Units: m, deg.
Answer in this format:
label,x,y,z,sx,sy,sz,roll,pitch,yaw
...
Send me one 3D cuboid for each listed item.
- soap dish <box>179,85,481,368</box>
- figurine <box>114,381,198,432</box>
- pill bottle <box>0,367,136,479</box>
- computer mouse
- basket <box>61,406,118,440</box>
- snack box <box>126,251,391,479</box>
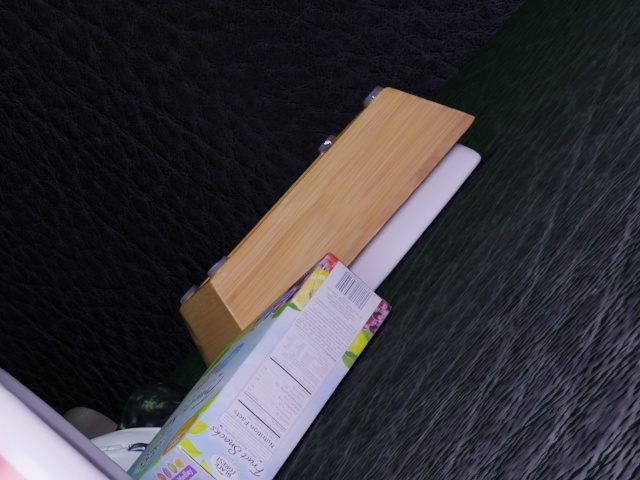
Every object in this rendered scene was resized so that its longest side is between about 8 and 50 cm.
label,x,y,z,sx,sy,sz,roll,pitch,yaw
soap dish,0.000,0.000,1.299,0.291,0.118,0.229,-48,3,-17
figurine,-0.159,0.211,1.275,0.215,0.092,0.209,-51,8,-25
pill bottle,-0.245,0.252,0.761,0.363,0.210,0.210,-50,3,-9
computer mouse,-0.155,0.180,1.164,0.193,0.042,0.106,-22,33,24
basket,-0.317,0.311,1.623,0.227,0.154,0.204,-46,-1,-39
snack box,-0.059,0.126,1.015,0.174,0.070,0.207,-44,7,49
